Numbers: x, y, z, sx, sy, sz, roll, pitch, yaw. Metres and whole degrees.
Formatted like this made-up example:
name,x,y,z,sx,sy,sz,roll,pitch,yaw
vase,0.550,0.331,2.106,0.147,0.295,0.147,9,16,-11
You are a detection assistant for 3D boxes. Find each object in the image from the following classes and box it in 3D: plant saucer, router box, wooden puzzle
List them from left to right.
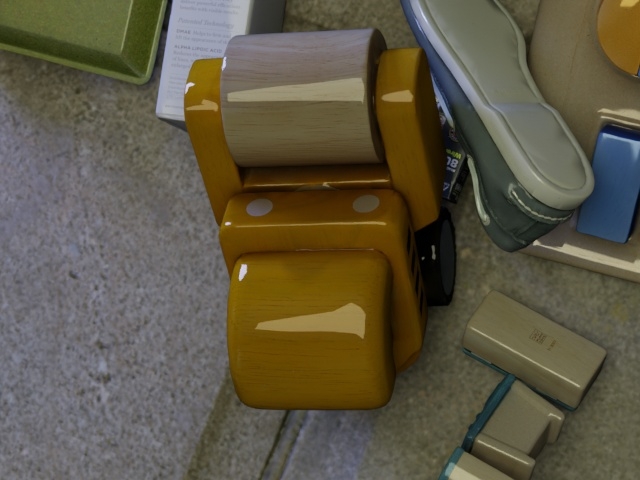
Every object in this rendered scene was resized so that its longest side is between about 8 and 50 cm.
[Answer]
name,x,y,z,sx,sy,sz,roll,pitch,yaw
plant saucer,-0.240,-0.261,1.899,0.188,0.045,0.188,13,88,-21
router box,0.087,-0.098,1.839,0.122,0.038,0.092,22,90,15
wooden puzzle,0.336,-0.103,1.713,0.348,0.080,0.322,16,106,16

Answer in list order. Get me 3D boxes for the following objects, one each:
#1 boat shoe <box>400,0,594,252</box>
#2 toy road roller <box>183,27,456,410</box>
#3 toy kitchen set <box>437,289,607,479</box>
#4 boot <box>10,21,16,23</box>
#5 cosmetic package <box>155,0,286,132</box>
name,x,y,z,sx,sy,sz,roll,pitch,yaw
boat shoe,0.133,-0.128,1.750,0.099,0.116,0.319,-55,47,36
toy road roller,0.000,0.000,1.702,0.202,0.329,0.240,-2,42,14
toy kitchen set,0.147,0.185,1.786,0.122,0.166,0.207,29,56,15
boot,-0.370,-0.291,1.945,0.236,0.085,0.178,10,86,8
cosmetic package,-0.087,-0.217,1.856,0.085,0.117,0.231,6,85,14
